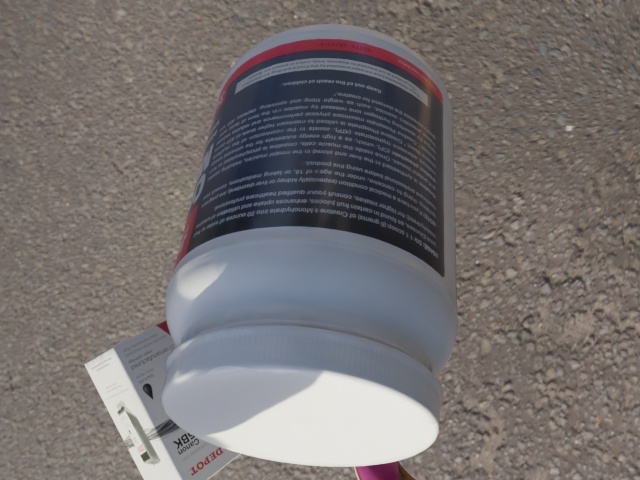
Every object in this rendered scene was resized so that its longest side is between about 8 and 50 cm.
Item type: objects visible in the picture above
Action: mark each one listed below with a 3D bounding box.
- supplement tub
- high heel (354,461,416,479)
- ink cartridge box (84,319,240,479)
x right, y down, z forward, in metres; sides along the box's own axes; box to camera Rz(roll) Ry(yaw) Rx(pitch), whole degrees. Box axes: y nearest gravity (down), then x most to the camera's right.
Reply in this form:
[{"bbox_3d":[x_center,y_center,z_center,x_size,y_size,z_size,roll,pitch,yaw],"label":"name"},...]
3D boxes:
[{"bbox_3d":[0.000,0.000,0.479,0.191,0.191,0.272,-15,50,29],"label":"supplement tub"},{"bbox_3d":[0.135,0.301,0.785,0.117,0.082,0.244,-33,97,15],"label":"high heel"},{"bbox_3d":[-0.124,0.140,0.586,0.056,0.099,0.135,-30,88,40],"label":"ink cartridge box"}]
